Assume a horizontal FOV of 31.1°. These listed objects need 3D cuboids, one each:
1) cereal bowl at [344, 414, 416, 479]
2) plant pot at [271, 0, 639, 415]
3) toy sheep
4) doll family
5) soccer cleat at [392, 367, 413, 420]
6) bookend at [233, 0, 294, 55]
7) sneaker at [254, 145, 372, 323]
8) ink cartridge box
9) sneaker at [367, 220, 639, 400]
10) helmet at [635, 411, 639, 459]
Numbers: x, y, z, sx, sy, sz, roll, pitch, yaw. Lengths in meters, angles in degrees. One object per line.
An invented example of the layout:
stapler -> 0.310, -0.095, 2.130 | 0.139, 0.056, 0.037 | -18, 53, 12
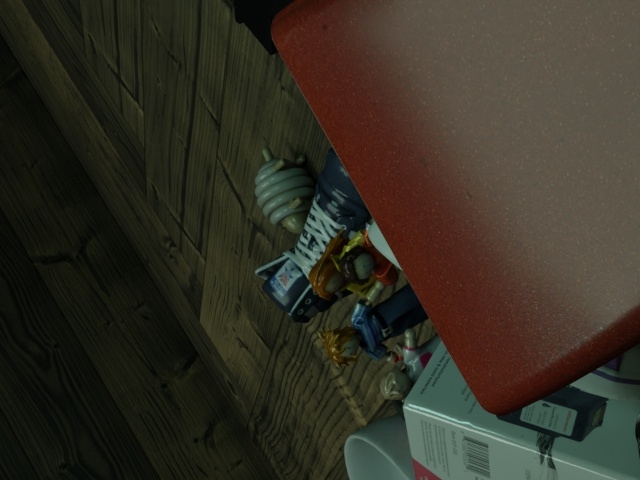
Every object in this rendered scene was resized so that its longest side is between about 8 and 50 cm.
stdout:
cereal bowl -> 0.180, 0.366, 1.495 | 0.339, 0.141, 0.339 | 52, 161, 26
plant pot -> 0.180, -0.096, 0.618 | 0.267, 0.267, 0.236 | 60, 151, 2
toy sheep -> -0.047, -0.068, 1.551 | 0.091, 0.091, 0.132 | 113, 140, -68
doll family -> 0.072, 0.065, 1.287 | 0.118, 0.163, 0.262 | 35, 149, 54
soccer cleat -> 0.188, 0.230, 1.331 | 0.318, 0.109, 0.116 | 26, 146, 57
bookend -> -0.024, -0.251, 1.216 | 0.157, 0.072, 0.156 | 52, 161, 25
sneaker -> 0.000, 0.000, 1.402 | 0.099, 0.153, 0.282 | 50, 160, 29
ink cartridge box -> 0.211, 0.208, 1.081 | 0.237, 0.100, 0.172 | 16, 140, 27
sneaker -> 0.198, 0.013, 0.965 | 0.282, 0.161, 0.102 | 33, -162, -9
helmet -> 0.311, 0.177, 0.805 | 0.169, 0.170, 0.161 | 84, 167, -52
